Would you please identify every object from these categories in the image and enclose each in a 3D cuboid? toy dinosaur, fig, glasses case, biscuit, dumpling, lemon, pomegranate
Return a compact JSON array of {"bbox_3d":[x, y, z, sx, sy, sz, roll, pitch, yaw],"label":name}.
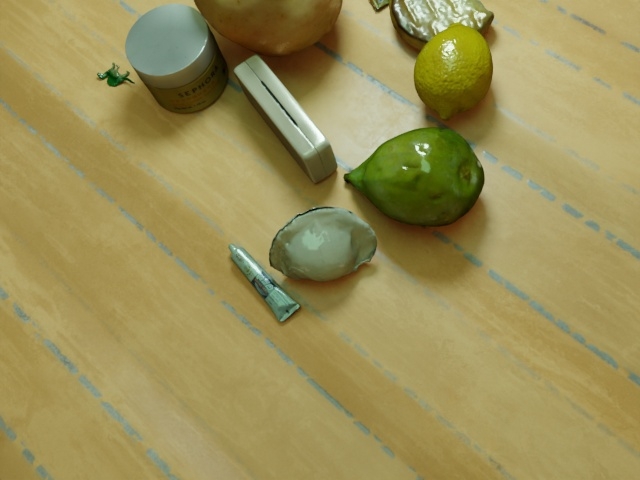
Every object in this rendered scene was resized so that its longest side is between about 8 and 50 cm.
[{"bbox_3d":[-0.555,-0.445,1.987,0.119,0.029,0.060,31,92,15],"label":"toy dinosaur"},{"bbox_3d":[0.202,-0.120,1.629,0.314,0.233,0.233,-28,62,30],"label":"fig"},{"bbox_3d":[-0.085,-0.297,1.769,0.076,0.144,0.336,-35,67,-3],"label":"glasses case"},{"bbox_3d":[0.285,-0.581,1.837,0.213,0.091,0.274,-36,74,-2],"label":"biscuit"},{"bbox_3d":[0.000,0.000,1.621,0.247,0.172,0.142,-11,36,0],"label":"dumpling"},{"bbox_3d":[0.314,-0.399,1.707,0.186,0.187,0.244,10,80,15],"label":"lemon"},{"bbox_3d":[-0.127,-0.671,1.787,0.411,0.411,0.412,-4,67,9],"label":"pomegranate"}]

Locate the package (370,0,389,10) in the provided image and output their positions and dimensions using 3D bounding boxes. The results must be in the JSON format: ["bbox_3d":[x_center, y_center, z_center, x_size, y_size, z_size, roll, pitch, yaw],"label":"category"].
[{"bbox_3d":[0.177,-0.676,1.934,0.120,0.031,0.108,-25,66,2],"label":"package"}]

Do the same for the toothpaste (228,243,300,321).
[{"bbox_3d":[-0.140,0.090,1.680,0.060,0.038,0.233,-42,70,-4],"label":"toothpaste"}]

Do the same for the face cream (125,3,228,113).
[{"bbox_3d":[-0.365,-0.464,1.868,0.218,0.179,0.218,-4,67,9],"label":"face cream"}]
